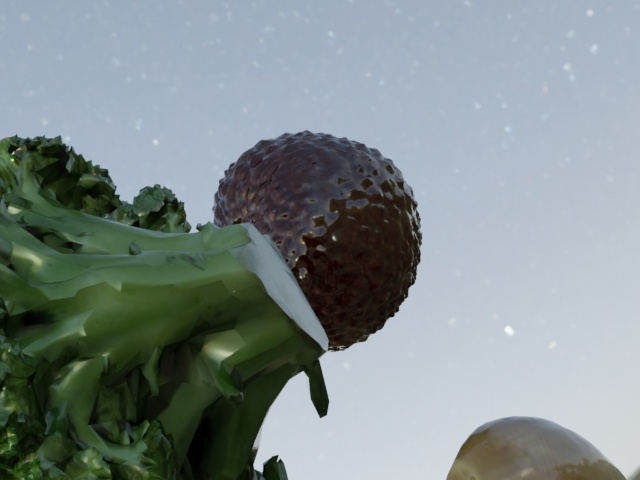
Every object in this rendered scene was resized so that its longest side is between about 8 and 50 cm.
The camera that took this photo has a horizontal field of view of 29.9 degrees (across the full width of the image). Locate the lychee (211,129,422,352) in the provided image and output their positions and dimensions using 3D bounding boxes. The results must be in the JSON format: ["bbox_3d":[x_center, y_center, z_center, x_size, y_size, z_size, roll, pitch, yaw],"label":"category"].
[{"bbox_3d":[0.000,0.000,1.348,0.261,0.260,0.260,-38,-19,-16],"label":"lychee"}]

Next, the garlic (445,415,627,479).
[{"bbox_3d":[0.204,0.294,1.170,0.196,0.151,0.338,-23,-43,-8],"label":"garlic"}]

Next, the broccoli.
[{"bbox_3d":[-0.150,0.098,0.763,0.310,0.321,0.413,-51,-48,-13],"label":"broccoli"}]
